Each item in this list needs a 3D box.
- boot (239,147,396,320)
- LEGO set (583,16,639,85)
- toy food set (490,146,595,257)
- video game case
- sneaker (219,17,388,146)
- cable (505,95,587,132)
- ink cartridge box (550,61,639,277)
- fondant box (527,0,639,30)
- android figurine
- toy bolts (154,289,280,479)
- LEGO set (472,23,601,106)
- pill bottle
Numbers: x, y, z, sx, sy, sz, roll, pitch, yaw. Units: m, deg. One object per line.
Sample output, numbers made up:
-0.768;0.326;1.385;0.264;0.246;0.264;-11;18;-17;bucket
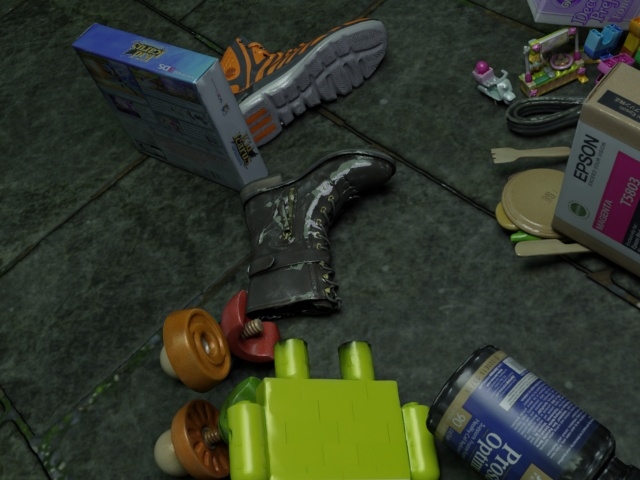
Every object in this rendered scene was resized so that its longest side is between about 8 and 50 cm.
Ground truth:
0.000;0.000;1.191;0.263;0.091;0.229;-18;56;11;boot
0.437;-0.252;1.173;0.227;0.093;0.087;-21;54;-26;LEGO set
0.303;-0.047;1.141;0.132;0.038;0.192;-3;52;0;toy food set
-0.230;-0.205;1.310;0.270;0.244;0.061;22;64;31;video game case
-0.054;-0.302;1.402;0.321;0.124;0.180;-31;51;-6;sneaker
0.415;-0.201;1.195;0.287;0.072;0.139;12;57;24;cable
0.387;-0.062;0.974;0.193;0.234;0.088;33;64;25;ink cartridge box
0.478;-0.408;1.154;0.330;0.238;0.096;3;52;-10;fondant box
0.016;0.242;0.942;0.248;0.056;0.272;6;58;-19;android figurine
-0.162;0.165;1.053;0.158;0.218;0.228;-25;29;19;toy bolts
0.369;-0.319;1.280;0.287;0.107;0.132;-42;52;-14;LEGO set
0.232;0.221;0.894;0.219;0.123;0.123;37;72;23;pill bottle
